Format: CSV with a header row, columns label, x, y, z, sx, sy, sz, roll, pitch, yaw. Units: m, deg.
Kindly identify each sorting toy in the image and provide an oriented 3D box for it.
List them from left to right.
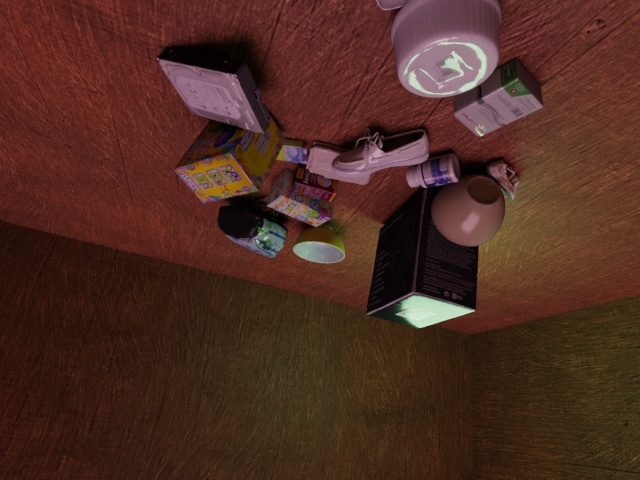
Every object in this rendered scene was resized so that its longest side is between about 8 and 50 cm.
label,x,y,z,sx,sy,sz,roll,pitch,yaw
sorting toy,-0.250,-0.173,2.122,0.274,0.047,0.132,-14,147,42

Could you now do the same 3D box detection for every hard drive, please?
label,x,y,z,sx,sy,sz,roll,pitch,yaw
hard drive,-0.337,-0.476,1.316,0.338,0.064,0.237,21,157,25

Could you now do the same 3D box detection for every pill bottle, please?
label,x,y,z,sx,sy,sz,roll,pitch,yaw
pill bottle,0.436,-0.265,1.600,0.186,0.112,0.112,-8,151,34

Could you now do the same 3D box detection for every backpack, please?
label,x,y,z,sx,sy,sz,roll,pitch,yaw
backpack,-0.334,-0.046,2.193,0.289,0.274,0.355,12,-175,31

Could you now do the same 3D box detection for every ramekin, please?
label,x,y,z,sx,sy,sz,roll,pitch,yaw
ramekin,0.321,-0.491,1.054,0.276,0.135,0.277,1,166,0

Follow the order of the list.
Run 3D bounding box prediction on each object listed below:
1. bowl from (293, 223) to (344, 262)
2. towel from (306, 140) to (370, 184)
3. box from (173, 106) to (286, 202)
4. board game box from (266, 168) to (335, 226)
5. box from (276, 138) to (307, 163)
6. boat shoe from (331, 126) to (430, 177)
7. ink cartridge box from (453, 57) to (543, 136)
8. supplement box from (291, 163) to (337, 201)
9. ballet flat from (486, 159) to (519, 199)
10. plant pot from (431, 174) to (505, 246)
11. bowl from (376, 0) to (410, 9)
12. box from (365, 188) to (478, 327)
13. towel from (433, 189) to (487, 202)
label,x,y,z,sx,sy,sz,roll,pitch,yaw
bowl,0.000,0.000,2.278,0.288,0.156,0.290,7,156,3
towel,0.085,-0.314,1.694,0.281,0.049,0.187,11,156,-4
box,-0.324,-0.314,1.504,0.278,0.290,0.177,-8,135,32
board game box,-0.087,-0.190,1.910,0.275,0.142,0.144,22,152,-27
box,-0.138,-0.365,1.665,0.178,0.043,0.109,8,156,3
boat shoe,0.207,-0.336,1.492,0.366,0.136,0.157,-7,142,14
ink cartridge box,0.533,-0.424,1.248,0.152,0.087,0.208,25,150,-33
supplement box,-0.024,-0.252,1.799,0.187,0.104,0.081,15,155,-12
ballet flat,0.729,-0.236,1.606,0.077,0.091,0.240,-37,138,25
plant pot,0.595,-0.144,1.599,0.283,0.285,0.191,8,155,2
bowl,0.188,-0.629,0.963,0.141,0.053,0.142,-3,154,24
box,0.456,0.106,1.872,0.296,0.473,0.480,16,156,-11
towel,0.610,-0.130,1.926,0.311,0.056,0.324,15,157,-6
